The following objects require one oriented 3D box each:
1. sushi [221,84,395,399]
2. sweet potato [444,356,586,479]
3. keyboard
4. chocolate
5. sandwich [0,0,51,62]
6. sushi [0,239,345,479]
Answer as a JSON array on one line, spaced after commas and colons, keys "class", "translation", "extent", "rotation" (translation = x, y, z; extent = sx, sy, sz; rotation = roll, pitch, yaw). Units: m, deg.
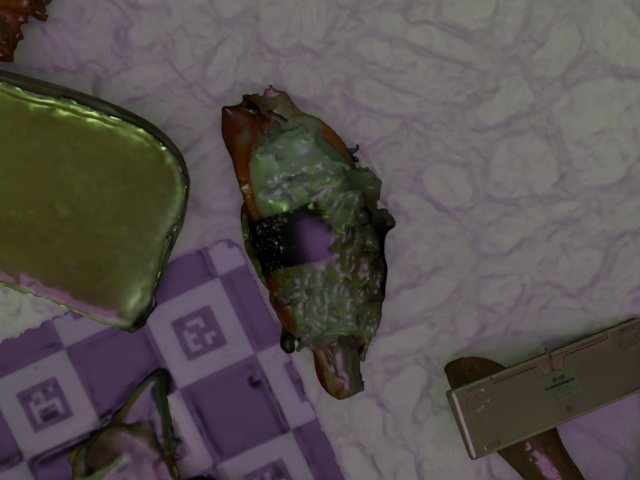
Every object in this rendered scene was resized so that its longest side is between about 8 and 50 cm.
[{"class": "sushi", "translation": [0.002, 0.000, 1.140], "extent": [0.097, 0.103, 0.226], "rotation": [-18, 98, -17]}, {"class": "sweet potato", "translation": [0.165, 0.167, 1.187], "extent": [0.050, 0.050, 0.214], "rotation": [-37, 96, 2]}, {"class": "keyboard", "translation": [0.166, 0.102, 1.162], "extent": [0.166, 0.017, 0.055], "rotation": [-19, 90, -23]}, {"class": "chocolate", "translation": [-0.215, -0.052, 1.133], "extent": [0.261, 0.083, 0.161], "rotation": [22, 114, -6]}, {"class": "sandwich", "translation": [-0.270, -0.218, 1.111], "extent": [0.184, 0.109, 0.160], "rotation": [7, 115, -5]}, {"class": "sushi", "translation": [-0.153, 0.228, 1.173], "extent": [0.359, 0.064, 0.343], "rotation": [-25, 96, 1]}]
